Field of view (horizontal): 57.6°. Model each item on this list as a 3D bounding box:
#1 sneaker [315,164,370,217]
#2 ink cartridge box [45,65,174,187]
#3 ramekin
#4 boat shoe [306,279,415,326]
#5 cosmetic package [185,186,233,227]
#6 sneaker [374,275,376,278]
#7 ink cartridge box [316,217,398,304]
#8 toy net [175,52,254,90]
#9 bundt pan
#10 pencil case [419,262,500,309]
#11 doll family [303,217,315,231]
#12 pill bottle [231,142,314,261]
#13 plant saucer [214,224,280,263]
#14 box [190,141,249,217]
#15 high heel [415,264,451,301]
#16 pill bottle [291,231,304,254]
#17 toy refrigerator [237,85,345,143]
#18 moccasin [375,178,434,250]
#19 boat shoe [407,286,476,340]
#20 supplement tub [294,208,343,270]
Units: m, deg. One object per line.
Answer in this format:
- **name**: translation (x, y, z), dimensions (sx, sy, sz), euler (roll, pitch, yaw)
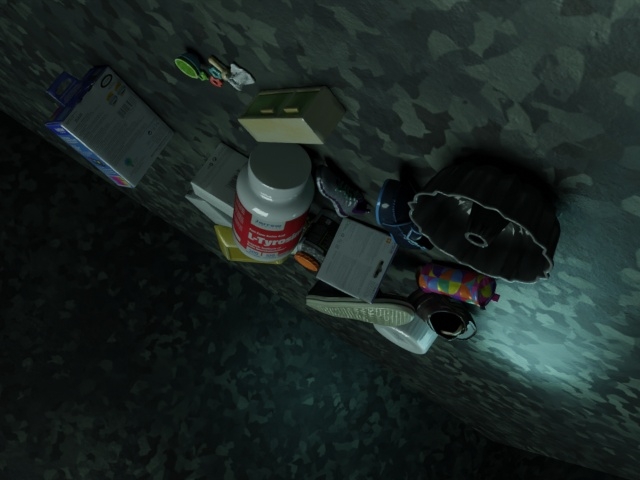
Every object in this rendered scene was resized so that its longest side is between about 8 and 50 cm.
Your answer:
- **sneaker**: translation (0.068, -0.145, 1.649), dimensions (0.098, 0.083, 0.223), euler (-1, 153, 27)
- **ink cartridge box**: translation (-0.744, -0.411, 2.019), dimensions (0.151, 0.270, 0.395), euler (10, 152, 43)
- **ramekin**: translation (0.350, 0.346, 2.381), dimensions (0.277, 0.135, 0.277), euler (30, 163, 10)
- **boat shoe**: translation (0.131, 0.187, 1.991), dimensions (0.187, 0.155, 0.500), euler (32, 163, -30)
- **cosmetic package**: translation (-0.391, -0.167, 2.267), dimensions (0.151, 0.151, 0.183), euler (14, 155, 47)
- **sneaker**: translation (0.073, 0.073, 2.230), dimensions (0.319, 0.112, 0.131), euler (32, -167, -13)
- **ink cartridge box**: translation (0.124, 0.064, 1.843), dimensions (0.224, 0.223, 0.045), euler (25, 179, 32)
- **toy net**: translation (-0.264, -0.419, 1.498), dimensions (0.232, 0.045, 0.122), euler (25, 161, 27)
- **bundt pan**: translation (0.361, -0.048, 1.251), dimensions (0.331, 0.124, 0.331), euler (30, 163, 10)
- **pencil case**: translation (0.407, 0.132, 1.731), dimensions (0.236, 0.104, 0.104), euler (16, 156, 49)
- **doll family**: translation (-0.016, -0.031, 2.098), dimensions (0.193, 0.076, 0.111), euler (34, 159, -15)
- **pill bottle**: translation (-0.144, -0.117, 1.753), dimensions (0.229, 0.229, 0.407), euler (32, 151, 6)
- **plant saucer**: translation (-0.280, 0.029, 2.488), dimensions (0.333, 0.080, 0.332), euler (4, 163, -4)
- **box**: translation (-0.309, -0.199, 1.968), dimensions (0.182, 0.181, 0.119), euler (32, 163, 6)
- **high heel**: translation (0.383, 0.157, 1.944), dimensions (0.117, 0.082, 0.244), euler (-11, 133, 2)
- **pill bottle**: translation (-0.110, -0.021, 2.247), dimensions (0.103, 0.103, 0.184), euler (30, 163, 12)
- **toy refrigerator**: translation (-0.077, -0.301, 1.388), dimensions (0.270, 0.102, 0.094), euler (15, 155, 49)
- **moccasin**: translation (0.234, -0.064, 1.486), dimensions (0.117, 0.137, 0.342), euler (21, 174, 24)
- **boat shoe**: translation (0.416, 0.273, 1.926), dimensions (0.355, 0.132, 0.130), euler (31, -156, -39)
- **supplement tub**: translation (0.000, 0.000, 1.943), dimensions (0.117, 0.190, 0.117), euler (31, 163, 10)
